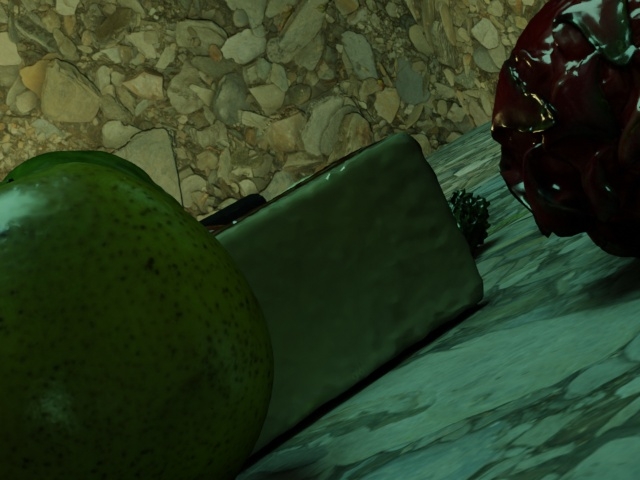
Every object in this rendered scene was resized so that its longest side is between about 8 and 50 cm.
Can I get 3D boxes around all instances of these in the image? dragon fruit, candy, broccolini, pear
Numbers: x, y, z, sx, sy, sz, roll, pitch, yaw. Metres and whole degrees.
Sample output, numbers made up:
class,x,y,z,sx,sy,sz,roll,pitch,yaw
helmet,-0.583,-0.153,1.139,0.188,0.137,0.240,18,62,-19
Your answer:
class,x,y,z,sx,sy,sz,roll,pitch,yaw
dragon fruit,0.227,-0.104,1.093,0.234,0.233,0.293,-30,22,-9
candy,-0.024,0.051,1.264,0.321,0.179,0.135,-31,5,-31
broccolini,0.149,0.014,1.603,0.091,0.068,0.202,-41,13,30
pear,-0.178,0.084,1.015,0.294,0.294,0.294,-29,4,2

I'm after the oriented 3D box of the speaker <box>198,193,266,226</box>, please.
class,x,y,z,sx,sy,sz,roll,pitch,yaw
speaker,-0.187,0.076,2.272,0.388,0.180,0.184,-31,-3,-42

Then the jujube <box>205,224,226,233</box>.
class,x,y,z,sx,sy,sz,roll,pitch,yaw
jujube,-0.149,0.085,1.700,0.243,0.183,0.183,-30,4,-9

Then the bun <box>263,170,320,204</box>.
class,x,y,z,sx,sy,sz,roll,pitch,yaw
bun,0.000,0.000,2.030,0.244,0.153,0.244,-27,24,13

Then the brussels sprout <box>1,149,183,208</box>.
class,x,y,z,sx,sy,sz,roll,pitch,yaw
brussels sprout,-0.284,0.052,1.890,0.281,0.355,0.289,-57,18,20
